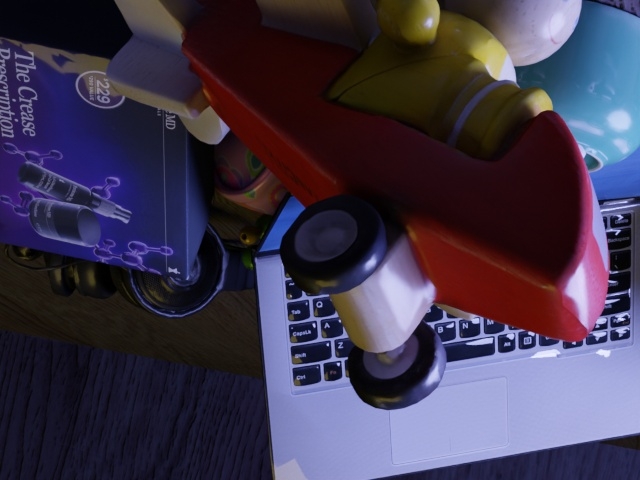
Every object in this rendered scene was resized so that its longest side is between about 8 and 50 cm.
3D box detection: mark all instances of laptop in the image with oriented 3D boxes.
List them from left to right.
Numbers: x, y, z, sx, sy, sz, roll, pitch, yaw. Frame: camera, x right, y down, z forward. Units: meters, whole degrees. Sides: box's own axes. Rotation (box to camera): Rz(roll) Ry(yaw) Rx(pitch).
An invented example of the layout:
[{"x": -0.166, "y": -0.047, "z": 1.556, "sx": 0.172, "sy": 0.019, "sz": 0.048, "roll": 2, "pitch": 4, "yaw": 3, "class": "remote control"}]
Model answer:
[{"x": 0.149, "y": 0.073, "z": 1.504, "sx": 0.381, "sy": 0.408, "sz": 0.236, "roll": -8, "pitch": -155, "yaw": -9, "class": "laptop"}]

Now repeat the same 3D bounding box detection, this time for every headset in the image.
[{"x": -0.232, "y": -0.010, "z": 2.124, "sx": 0.243, "sy": 0.185, "sz": 0.394, "roll": 10, "pitch": -177, "yaw": 31, "class": "headset"}]

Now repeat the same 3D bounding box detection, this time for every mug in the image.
[{"x": 0.178, "y": -0.102, "z": 1.268, "sx": 0.129, "sy": 0.097, "sz": 0.158, "roll": 9, "pitch": 167, "yaw": 16, "class": "mug"}]

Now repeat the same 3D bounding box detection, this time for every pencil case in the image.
[{"x": 0.028, "y": -0.054, "z": 1.611, "sx": 0.284, "sy": 0.124, "sz": 0.124, "roll": 22, "pitch": 165, "yaw": -39, "class": "pencil case"}]

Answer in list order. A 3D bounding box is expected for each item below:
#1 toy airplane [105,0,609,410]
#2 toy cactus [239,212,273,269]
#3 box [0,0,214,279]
[{"x": 0.035, "y": -0.108, "z": 1.106, "sx": 0.384, "sy": 0.272, "sz": 0.386, "roll": 54, "pitch": 173, "yaw": -2, "class": "toy airplane"}, {"x": 0.000, "y": 0.000, "z": 1.977, "sx": 0.180, "sy": 0.112, "sz": 0.219, "roll": -6, "pitch": 165, "yaw": -2, "class": "toy cactus"}, {"x": -0.183, "y": -0.097, "z": 1.423, "sx": 0.184, "sy": 0.103, "sz": 0.261, "roll": 9, "pitch": 142, "yaw": 4, "class": "box"}]
